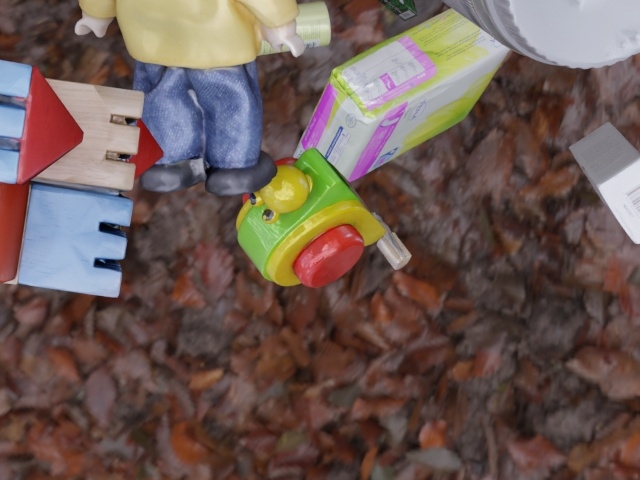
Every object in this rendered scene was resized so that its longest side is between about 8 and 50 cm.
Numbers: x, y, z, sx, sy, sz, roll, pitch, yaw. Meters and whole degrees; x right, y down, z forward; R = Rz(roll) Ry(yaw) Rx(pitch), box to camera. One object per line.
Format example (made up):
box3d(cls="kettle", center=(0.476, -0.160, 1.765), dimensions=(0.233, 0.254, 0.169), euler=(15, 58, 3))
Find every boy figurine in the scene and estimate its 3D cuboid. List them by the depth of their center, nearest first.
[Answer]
box3d(cls="boy figurine", center=(-0.100, -0.177, 0.887), dimensions=(0.177, 0.092, 0.285), euler=(2, 109, 18))

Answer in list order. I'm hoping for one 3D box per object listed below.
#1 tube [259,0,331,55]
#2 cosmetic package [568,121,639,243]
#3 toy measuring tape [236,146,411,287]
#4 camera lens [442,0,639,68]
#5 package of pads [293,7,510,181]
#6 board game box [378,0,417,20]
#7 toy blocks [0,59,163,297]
box3d(cls="tube", center=(-0.108, -0.279, 1.643), dimensions=(0.240, 0.062, 0.070), euler=(-11, 105, -10))
box3d(cls="cosmetic package", center=(0.463, -0.092, 1.875), dimensions=(0.085, 0.231, 0.117), euler=(-33, 104, 9))
box3d(cls="toy measuring tape", center=(0.000, 0.000, 1.157), dimensions=(0.121, 0.330, 0.121), euler=(-4, 75, 16))
box3d(cls="camera lens", center=(0.217, -0.306, 1.211), dimensions=(0.219, 0.274, 0.220), euler=(-7, 118, -15))
box3d(cls="package of pads", center=(0.119, -0.209, 1.744), dimensions=(0.101, 0.296, 0.229), euler=(52, 152, 13))
box3d(cls="board game box", center=(0.081, -0.475, 1.870), dimensions=(0.030, 0.136, 0.260), euler=(-21, 69, 24))
box3d(cls="toy blocks", center=(-0.204, -0.041, 0.605), dimensions=(0.260, 0.381, 0.191), euler=(8, 92, -11))
